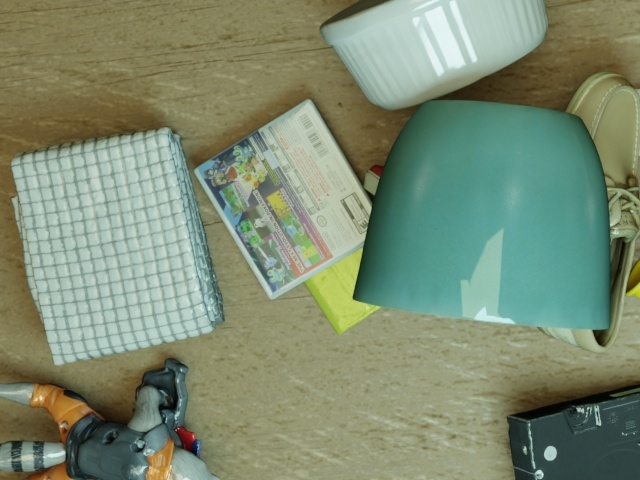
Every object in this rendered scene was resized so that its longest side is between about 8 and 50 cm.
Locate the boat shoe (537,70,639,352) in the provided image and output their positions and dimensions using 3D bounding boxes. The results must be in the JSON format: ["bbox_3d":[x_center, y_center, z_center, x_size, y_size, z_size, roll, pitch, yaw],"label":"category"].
[{"bbox_3d":[0.350,-0.033,1.567,0.121,0.110,0.341,-2,105,-31],"label":"boat shoe"}]

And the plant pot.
[{"bbox_3d":[0.193,-0.033,1.450,0.293,0.293,0.235,6,92,7],"label":"plant pot"}]

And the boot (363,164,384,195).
[{"bbox_3d":[0.190,-0.087,1.621,0.244,0.088,0.176,23,97,-3],"label":"boot"}]

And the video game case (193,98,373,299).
[{"bbox_3d":[-0.039,-0.053,1.665,0.183,0.023,0.201,-30,92,12],"label":"video game case"}]

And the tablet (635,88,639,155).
[{"bbox_3d":[0.402,-0.148,1.607,0.054,0.006,0.083,12,98,49],"label":"tablet"}]

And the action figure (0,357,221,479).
[{"bbox_3d":[-0.294,0.325,1.680,0.330,0.178,0.341,3,93,17],"label":"action figure"}]

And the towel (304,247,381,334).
[{"bbox_3d":[0.000,0.000,1.687,0.102,0.021,0.237,-33,90,13],"label":"towel"}]

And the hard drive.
[{"bbox_3d":[0.367,0.361,1.595,0.236,0.064,0.339,-11,93,-20],"label":"hard drive"}]

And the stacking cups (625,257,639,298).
[{"bbox_3d":[0.535,0.114,1.595,0.316,0.096,0.096,33,98,-1],"label":"stacking cups"}]

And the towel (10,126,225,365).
[{"bbox_3d":[-0.266,0.002,1.676,0.235,0.121,0.284,-12,95,10],"label":"towel"}]

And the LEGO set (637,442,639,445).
[{"bbox_3d":[0.571,0.252,1.534,0.331,0.192,0.255,23,99,-5],"label":"LEGO set"}]

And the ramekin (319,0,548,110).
[{"bbox_3d":[0.146,-0.257,1.528,0.272,0.273,0.127,-24,102,9],"label":"ramekin"}]
